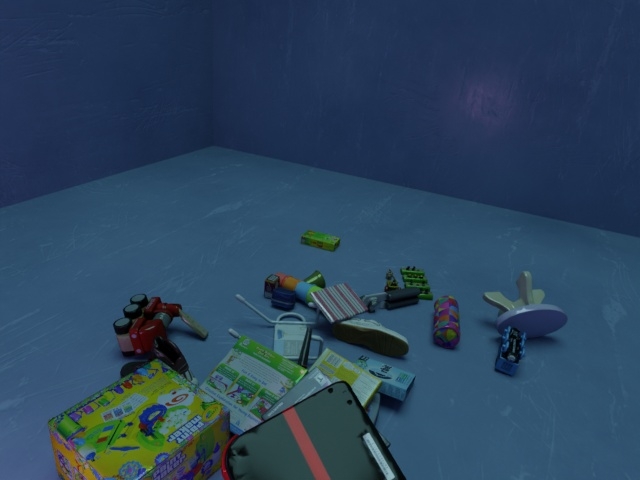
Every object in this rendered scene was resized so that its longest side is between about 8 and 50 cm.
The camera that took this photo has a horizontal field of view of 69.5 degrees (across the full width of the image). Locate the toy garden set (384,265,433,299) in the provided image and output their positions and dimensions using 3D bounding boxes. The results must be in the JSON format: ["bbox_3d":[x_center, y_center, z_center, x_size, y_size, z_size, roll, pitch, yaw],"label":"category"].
[{"bbox_3d":[0.379,0.171,2.045,0.203,0.049,0.244,5,25,-1],"label":"toy garden set"}]

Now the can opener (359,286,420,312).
[{"bbox_3d":[0.275,0.230,1.868,0.280,0.074,0.093,-5,26,-22],"label":"can opener"}]

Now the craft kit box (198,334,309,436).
[{"bbox_3d":[-0.198,0.416,1.289,0.249,0.061,0.247,21,55,29],"label":"craft kit box"}]

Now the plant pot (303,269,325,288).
[{"bbox_3d":[-0.034,0.177,1.925,0.079,0.084,0.083,-22,35,-25],"label":"plant pot"}]

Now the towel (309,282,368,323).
[{"bbox_3d":[0.067,0.229,1.683,0.196,0.029,0.144,-10,48,-41],"label":"towel"}]

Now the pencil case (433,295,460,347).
[{"bbox_3d":[0.473,0.302,1.735,0.104,0.105,0.236,11,23,11],"label":"pencil case"}]

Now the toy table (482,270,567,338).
[{"bbox_3d":[0.768,0.259,1.752,0.274,0.252,0.161,8,40,-19],"label":"toy table"}]

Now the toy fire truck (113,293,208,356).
[{"bbox_3d":[-0.517,0.287,1.529,0.246,0.159,0.217,-5,24,2],"label":"toy fire truck"}]

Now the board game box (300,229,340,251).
[{"bbox_3d":[0.000,0.000,2.339,0.181,0.043,0.092,14,26,17],"label":"board game box"}]

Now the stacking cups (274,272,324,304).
[{"bbox_3d":[-0.057,0.198,1.840,0.316,0.096,0.096,23,30,32],"label":"stacking cups"}]

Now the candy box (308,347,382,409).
[{"bbox_3d":[0.067,0.403,1.343,0.205,0.027,0.105,24,59,34],"label":"candy box"}]

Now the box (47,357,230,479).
[{"bbox_3d":[-0.413,0.472,1.083,0.279,0.177,0.289,21,29,30],"label":"box"}]

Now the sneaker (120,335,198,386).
[{"bbox_3d":[-0.475,0.341,1.323,0.281,0.163,0.106,2,22,27],"label":"sneaker"}]

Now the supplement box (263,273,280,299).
[{"bbox_3d":[-0.195,0.186,1.851,0.043,0.084,0.055,15,26,18],"label":"supplement box"}]

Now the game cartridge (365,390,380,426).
[{"bbox_3d":[0.051,0.494,1.285,0.197,0.062,0.297,12,25,23],"label":"game cartridge"}]

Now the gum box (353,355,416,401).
[{"bbox_3d":[0.188,0.421,1.423,0.184,0.041,0.157,16,6,20],"label":"gum box"}]

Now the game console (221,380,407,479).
[{"bbox_3d":[0.003,0.530,0.970,0.341,0.060,0.387,-21,57,-22],"label":"game console"}]

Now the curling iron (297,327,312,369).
[{"bbox_3d":[-0.063,0.382,1.377,0.035,0.068,0.274,-2,47,26],"label":"curling iron"}]

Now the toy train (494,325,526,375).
[{"bbox_3d":[0.657,0.376,1.598,0.080,0.105,0.184,23,29,15],"label":"toy train"}]

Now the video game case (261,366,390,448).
[{"bbox_3d":[0.011,0.480,1.165,0.196,0.026,0.274,-36,61,-25],"label":"video game case"}]

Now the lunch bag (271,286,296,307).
[{"bbox_3d":[-0.140,0.228,1.799,0.098,0.065,0.067,13,10,17],"label":"lunch bag"}]

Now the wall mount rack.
[{"bbox_3d":[-0.148,0.299,1.566,0.303,0.131,0.350,3,24,-5],"label":"wall mount rack"}]

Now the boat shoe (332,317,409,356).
[{"bbox_3d":[0.185,0.322,1.623,0.276,0.098,0.096,14,27,21],"label":"boat shoe"}]
